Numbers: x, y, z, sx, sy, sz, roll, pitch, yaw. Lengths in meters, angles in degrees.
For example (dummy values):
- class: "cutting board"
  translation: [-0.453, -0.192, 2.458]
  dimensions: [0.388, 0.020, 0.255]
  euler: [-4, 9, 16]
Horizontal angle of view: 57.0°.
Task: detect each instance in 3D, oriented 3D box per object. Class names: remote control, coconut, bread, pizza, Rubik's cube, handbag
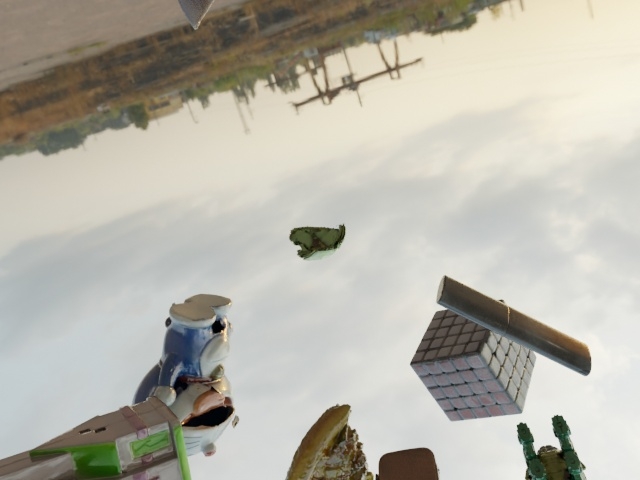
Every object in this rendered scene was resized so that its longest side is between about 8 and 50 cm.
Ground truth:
- class: "remote control"
  translation: [0.448, 0.196, 1.373]
  dimensions: [0.378, 0.044, 0.107]
  euler: [26, -150, 1]
- class: "coconut"
  translation: [0.000, 0.005, 1.355]
  dimensions: [0.133, 0.055, 0.158]
  euler: [-18, -154, -2]
- class: "bread"
  translation: [-0.172, -0.345, 0.807]
  dimensions: [0.109, 0.062, 0.043]
  euler: [-41, -147, 46]
- class: "pizza"
  translation: [-0.008, 0.531, 1.334]
  dimensions: [0.268, 0.257, 0.087]
  euler: [-33, -149, -23]
- class: "Rubik's cube"
  translation: [0.435, 0.335, 1.653]
  dimensions: [0.238, 0.237, 0.237]
  euler: [-20, -160, 42]
- class: "handbag"
  translation: [0.198, 0.571, 1.324]
  dimensions: [0.151, 0.072, 0.193]
  euler: [-6, -122, 10]

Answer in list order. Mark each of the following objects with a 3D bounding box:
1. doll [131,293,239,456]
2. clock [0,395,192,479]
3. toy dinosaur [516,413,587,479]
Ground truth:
- class: "doll"
  translation: [-0.198, 0.214, 0.930]
  dimensions: [0.161, 0.256, 0.215]
  euler: [19, -165, 20]
- class: "clock"
  translation: [-0.311, 0.360, 0.708]
  dimensions: [0.310, 0.235, 0.166]
  euler: [-13, -174, -28]
- class: "toy dinosaur"
  translation: [0.357, 0.374, 0.870]
  dimensions: [0.094, 0.153, 0.259]
  euler: [-19, -164, 14]
